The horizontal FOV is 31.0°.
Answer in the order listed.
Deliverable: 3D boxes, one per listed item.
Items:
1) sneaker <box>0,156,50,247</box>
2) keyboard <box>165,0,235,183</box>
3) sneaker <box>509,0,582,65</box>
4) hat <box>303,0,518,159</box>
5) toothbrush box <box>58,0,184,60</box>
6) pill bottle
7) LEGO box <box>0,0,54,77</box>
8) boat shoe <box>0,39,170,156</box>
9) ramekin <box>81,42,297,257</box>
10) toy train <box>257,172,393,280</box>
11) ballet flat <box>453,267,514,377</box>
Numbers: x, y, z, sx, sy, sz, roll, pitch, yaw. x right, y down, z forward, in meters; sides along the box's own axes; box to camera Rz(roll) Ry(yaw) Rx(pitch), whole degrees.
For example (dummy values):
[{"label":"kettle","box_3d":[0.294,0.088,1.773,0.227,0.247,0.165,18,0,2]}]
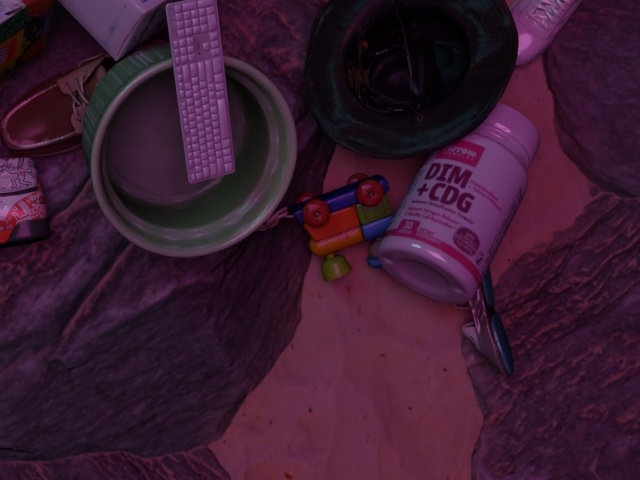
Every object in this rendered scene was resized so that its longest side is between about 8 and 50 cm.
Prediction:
[{"label":"sneaker","box_3d":[-0.550,-0.052,1.733,0.270,0.090,0.145,-10,86,-8]},{"label":"keyboard","box_3d":[-0.161,-0.202,1.569,0.072,0.014,0.256,-14,119,-19]},{"label":"sneaker","box_3d":[0.366,-0.379,1.820,0.090,0.095,0.235,37,86,-3]},{"label":"hat","box_3d":[0.145,-0.261,1.769,0.331,0.134,0.331,-4,78,17]},{"label":"toothbrush box","box_3d":[-0.257,-0.434,1.692,0.216,0.126,0.295,45,50,-1]},{"label":"pill bottle","box_3d":[0.214,-0.062,1.735,0.160,0.160,0.283,30,69,-2]},{"label":"LEGO box","box_3d":[-0.687,-0.383,1.616,0.500,0.193,0.372,44,61,2]},{"label":"boat shoe","box_3d":[-0.338,-0.226,1.744,0.324,0.116,0.123,-27,89,-6]},{"label":"ramekin","box_3d":[-0.200,-0.142,1.678,0.303,0.148,0.303,-10,117,-21]},{"label":"toy train","box_3d":[0.000,0.000,1.773,0.248,0.105,0.143,-20,102,-5]},{"label":"ballet flat","box_3d":[0.247,0.114,1.803,0.068,0.072,0.213,-15,87,22]}]
